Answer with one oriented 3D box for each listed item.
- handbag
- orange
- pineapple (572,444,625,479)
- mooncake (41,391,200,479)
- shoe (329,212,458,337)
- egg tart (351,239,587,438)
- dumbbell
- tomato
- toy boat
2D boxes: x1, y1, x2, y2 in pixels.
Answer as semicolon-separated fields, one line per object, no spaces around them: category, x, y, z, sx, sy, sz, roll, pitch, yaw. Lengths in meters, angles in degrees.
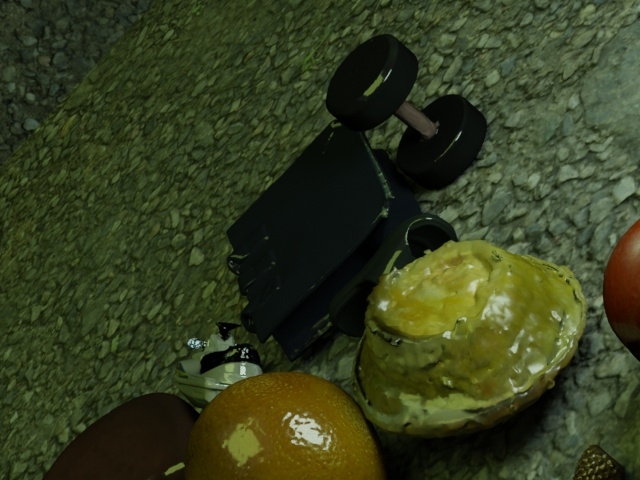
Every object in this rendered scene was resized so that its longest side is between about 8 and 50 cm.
handbag;0.000;0.000;2.380;0.329;0.122;0.303;-43;34;16
orange;-0.043;0.303;1.987;0.274;0.274;0.274;-34;35;28
pineapple;0.295;0.296;1.736;0.124;0.058;0.058;-52;30;3
mooncake;-0.269;0.392;2.275;0.334;0.174;0.326;2;50;45
shoe;0.112;0.071;2.176;0.241;0.108;0.093;-45;32;26
egg tart;0.178;0.106;1.954;0.345;0.132;0.345;-20;31;13
dumbbell;0.131;-0.195;2.308;0.152;0.218;0.152;-36;33;28
tomato;0.412;0.065;1.665;0.208;0.208;0.184;-6;47;51
toy boat;-0.146;0.202;2.318;0.141;0.141;0.269;-53;21;-1
